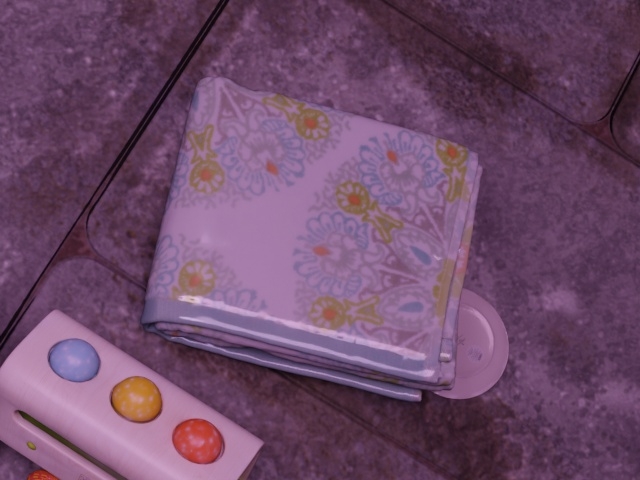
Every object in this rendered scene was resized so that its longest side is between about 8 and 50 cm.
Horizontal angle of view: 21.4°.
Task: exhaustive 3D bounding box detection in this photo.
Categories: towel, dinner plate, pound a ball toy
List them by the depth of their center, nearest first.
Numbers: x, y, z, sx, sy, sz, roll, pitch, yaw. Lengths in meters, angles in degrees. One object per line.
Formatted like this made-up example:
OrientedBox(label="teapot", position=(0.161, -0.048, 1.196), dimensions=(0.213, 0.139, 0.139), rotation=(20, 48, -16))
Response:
OrientedBox(label="pound a ball toy", position=(-0.204, 0.230, 1.781), dimensions=(0.319, 0.136, 0.208), rotation=(32, 43, 7))
OrientedBox(label="towel", position=(0.000, 0.000, 2.001), dimensions=(0.374, 0.090, 0.320), rotation=(15, 66, -9))
OrientedBox(label="dinner plate", position=(0.165, 0.122, 2.055), dimensions=(0.141, 0.017, 0.141), rotation=(5, 73, -16))

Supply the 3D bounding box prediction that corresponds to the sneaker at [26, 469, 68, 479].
OrientedBox(label="sneaker", position=(-0.238, 0.271, 1.870), dimensions=(0.175, 0.064, 0.067), rotation=(10, 51, -19))
